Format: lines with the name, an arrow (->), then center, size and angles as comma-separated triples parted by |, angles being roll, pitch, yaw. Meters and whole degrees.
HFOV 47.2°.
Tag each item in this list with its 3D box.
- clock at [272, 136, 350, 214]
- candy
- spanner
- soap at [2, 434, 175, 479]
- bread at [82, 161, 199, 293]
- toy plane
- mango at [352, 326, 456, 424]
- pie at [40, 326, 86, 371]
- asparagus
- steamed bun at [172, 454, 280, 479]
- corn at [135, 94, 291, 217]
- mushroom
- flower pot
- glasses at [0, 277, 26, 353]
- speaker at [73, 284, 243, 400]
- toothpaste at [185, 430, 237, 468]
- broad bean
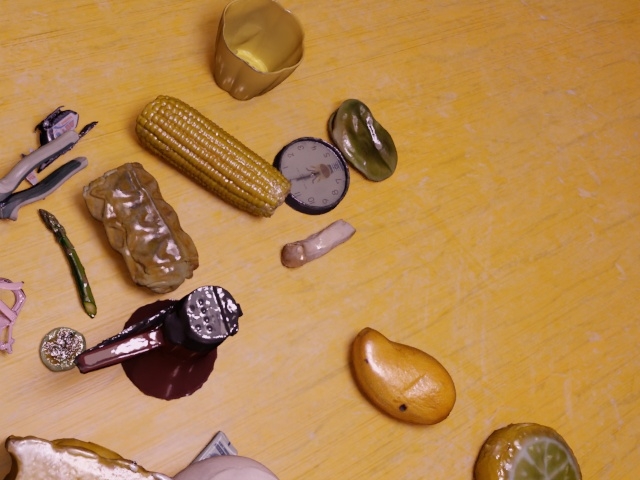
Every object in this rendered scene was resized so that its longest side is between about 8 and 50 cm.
clock -> -0.019, -0.149, 1.660 | 0.185, 0.040, 0.184 | 8, 69, -22
candy -> 0.455, 0.525, 1.594 | 0.260, 0.118, 0.259 | 11, 67, -26
spanner -> -0.563, -0.093, 1.356 | 0.040, 0.095, 0.325 | 18, 46, 28
soap -> -0.384, 0.389, 1.170 | 0.259, 0.281, 0.143 | 18, 68, -17
bread -> -0.342, -0.022, 1.423 | 0.152, 0.130, 0.267 | -29, 85, -38
toy plane -> -0.530, -0.198, 1.445 | 0.078, 0.053, 0.197 | 49, 55, -23
mango -> 0.169, 0.291, 1.552 | 0.262, 0.109, 0.157 | 37, 71, -3
pie -> -0.474, 0.201, 1.346 | 0.085, 0.017, 0.085 | 8, 69, -21
asparagus -> -0.476, 0.039, 1.398 | 0.034, 0.027, 0.236 | -25, 83, -17
steamed bun -> -0.182, 0.514, 1.266 | 0.283, 0.177, 0.282 | 6, 80, -39
corn -> -0.220, -0.169, 1.527 | 0.344, 0.131, 0.131 | 35, 62, -9
mushroom -> 0.002, 0.003, 1.612 | 0.202, 0.054, 0.059 | -26, 82, -34
flower pot -> -0.151, -0.408, 1.613 | 0.195, 0.179, 0.195 | 9, 67, -22
glasses -> -0.625, 0.097, 1.274 | 0.255, 0.095, 0.162 | 39, 62, -4
speaker -> -0.282, 0.158, 1.285 | 0.259, 0.329, 0.198 | 9, 69, -14
toothpaste -> -0.249, 0.452, 1.346 | 0.239, 0.039, 0.062 | -41, 101, -31
broad bean -> 0.101, -0.234, 1.724 | 0.153, 0.072, 0.206 | -31, 86, -30
